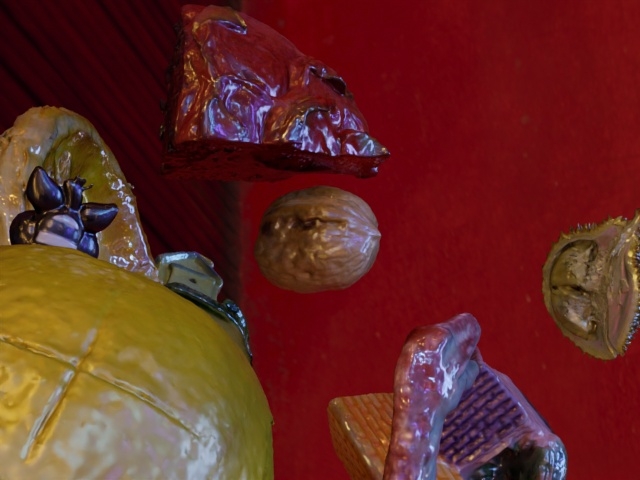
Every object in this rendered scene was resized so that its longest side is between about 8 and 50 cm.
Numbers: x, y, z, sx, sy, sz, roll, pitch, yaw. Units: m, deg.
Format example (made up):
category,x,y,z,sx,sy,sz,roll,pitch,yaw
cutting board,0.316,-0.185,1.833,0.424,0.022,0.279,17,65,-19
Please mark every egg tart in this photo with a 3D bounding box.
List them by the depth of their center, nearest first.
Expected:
category,x,y,z,sx,sy,sz,roll,pitch,yaw
egg tart,-0.310,0.035,1.329,0.169,0.388,0.388,-13,58,8

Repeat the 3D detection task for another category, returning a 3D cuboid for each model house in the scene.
category,x,y,z,sx,sy,sz,roll,pitch,yaw
model house,0.153,0.268,1.387,0.237,0.237,0.202,-37,54,12
model house,-0.200,0.123,1.704,0.189,0.195,0.214,-97,31,-59

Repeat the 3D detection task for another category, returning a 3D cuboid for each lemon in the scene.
category,x,y,z,sx,sy,sz,roll,pitch,yaw
lemon,-0.169,0.148,0.651,0.297,0.297,0.297,-9,59,15

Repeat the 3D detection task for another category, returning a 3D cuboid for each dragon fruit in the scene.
category,x,y,z,sx,sy,sz,roll,pitch,yaw
dragon fruit,-0.051,-0.216,1.565,0.329,0.228,0.286,8,74,-8

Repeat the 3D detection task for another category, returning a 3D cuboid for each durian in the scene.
category,x,y,z,sx,sy,sz,roll,pitch,yaw
durian,0.347,0.034,1.375,0.146,0.208,0.102,35,37,24

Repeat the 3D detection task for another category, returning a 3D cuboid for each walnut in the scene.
category,x,y,z,sx,sy,sz,roll,pitch,yaw
walnut,0.000,0.000,1.595,0.184,0.155,0.155,-7,59,30

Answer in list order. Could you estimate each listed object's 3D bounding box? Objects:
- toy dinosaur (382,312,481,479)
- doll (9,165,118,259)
category,x,y,z,sx,sy,sz,roll,pitch,yaw
toy dinosaur,-0.005,0.116,0.312,0.053,0.242,0.167,6,96,29
doll,-0.264,0.037,1.045,0.219,0.091,0.067,-61,21,9
